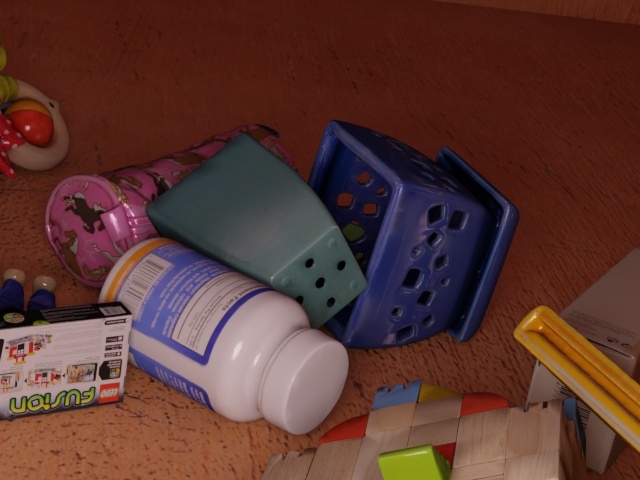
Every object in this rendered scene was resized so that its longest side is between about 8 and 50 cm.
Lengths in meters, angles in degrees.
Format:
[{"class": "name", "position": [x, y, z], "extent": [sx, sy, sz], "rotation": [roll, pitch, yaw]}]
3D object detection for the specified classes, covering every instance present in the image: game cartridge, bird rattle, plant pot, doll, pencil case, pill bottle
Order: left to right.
[{"class": "bird rattle", "position": [-0.460, -0.182, 2.156], "extent": [0.207, 0.143, 0.253], "rotation": [22, 31, -40]}, {"class": "doll", "position": [-0.352, 0.102, 1.666], "extent": [0.129, 0.046, 0.189], "rotation": [14, 28, -14]}, {"class": "pencil case", "position": [-0.191, -0.051, 1.944], "extent": [0.160, 0.167, 0.386], "rotation": [45, 37, 18]}, {"class": "pill bottle", "position": [-0.107, 0.110, 1.608], "extent": [0.272, 0.152, 0.152], "rotation": [25, 27, 31]}, {"class": "plant pot", "position": [-0.062, 0.011, 1.748], "extent": [0.165, 0.166, 0.234], "rotation": [-39, 39, -15]}, {"class": "plant pot", "position": [0.111, -0.004, 1.871], "extent": [0.212, 0.236, 0.236], "rotation": [6, 23, -26]}, {"class": "game cartridge", "position": [0.360, 0.220, 1.431], "extent": [0.323, 0.053, 0.285], "rotation": [40, 4, -36]}]

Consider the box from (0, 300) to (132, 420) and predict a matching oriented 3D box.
[{"class": "box", "position": [-0.306, 0.131, 1.531], "extent": [0.207, 0.114, 0.036], "rotation": [-5, 27, -31]}]

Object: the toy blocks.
[{"class": "toy blocks", "position": [0.097, 0.223, 1.350], "extent": [0.381, 0.191, 0.261], "rotation": [-13, 18, 15]}]

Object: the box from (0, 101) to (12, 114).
[{"class": "box", "position": [-0.589, -0.208, 2.292], "extent": [0.159, 0.044, 0.233], "rotation": [24, 27, 30]}]

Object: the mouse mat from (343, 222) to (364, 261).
[{"class": "mouse mat", "position": [0.000, 0.000, 2.091], "extent": [0.152, 0.007, 0.189], "rotation": [19, 24, 22]}]

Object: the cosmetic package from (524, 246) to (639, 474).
[{"class": "cosmetic package", "position": [0.358, 0.136, 1.725], "extent": [0.113, 0.160, 0.309], "rotation": [22, 27, 25]}]
